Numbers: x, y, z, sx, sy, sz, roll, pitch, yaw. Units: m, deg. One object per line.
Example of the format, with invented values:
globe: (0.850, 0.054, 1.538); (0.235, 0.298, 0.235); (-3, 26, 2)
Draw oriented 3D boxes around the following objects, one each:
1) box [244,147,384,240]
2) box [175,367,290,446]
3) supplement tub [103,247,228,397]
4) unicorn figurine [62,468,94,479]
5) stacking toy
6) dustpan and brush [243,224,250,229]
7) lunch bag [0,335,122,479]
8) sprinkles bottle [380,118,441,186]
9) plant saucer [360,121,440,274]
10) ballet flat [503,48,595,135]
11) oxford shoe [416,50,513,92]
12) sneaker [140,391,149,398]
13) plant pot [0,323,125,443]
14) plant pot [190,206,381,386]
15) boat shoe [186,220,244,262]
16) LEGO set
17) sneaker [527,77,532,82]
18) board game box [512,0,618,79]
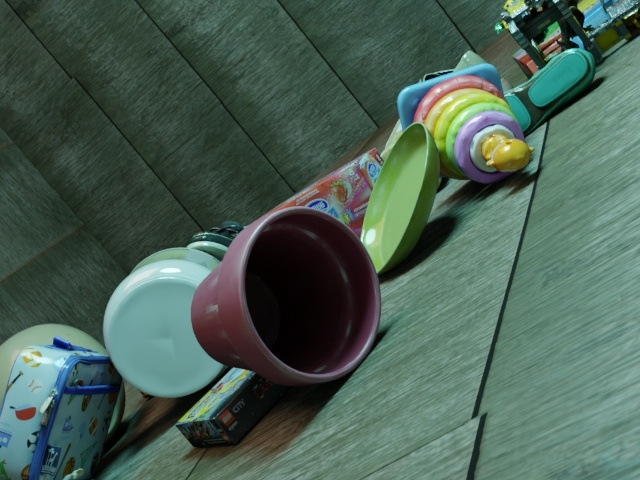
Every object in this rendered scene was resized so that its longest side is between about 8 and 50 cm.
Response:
box: (0.013, -0.040, 1.586); (0.256, 0.128, 0.122); (-30, 7, 29)
box: (-0.078, 0.181, 1.222); (0.233, 0.044, 0.159); (-43, 9, -28)
supplement tub: (-0.257, 0.142, 1.612); (0.235, 0.235, 0.325); (-39, 7, -1)
unicorn figurine: (-0.391, 0.404, 1.369); (0.111, 0.060, 0.162); (-39, 7, 1)
stacking toy: (0.239, -0.147, 1.324); (0.175, 0.166, 0.302); (-18, 20, -5)
dustpan and brush: (-0.156, 0.071, 2.114); (0.211, 0.147, 0.060); (-65, 19, 11)
lunch bag: (-0.426, 0.283, 1.485); (0.303, 0.114, 0.243); (62, -137, -80)
sprinkles bottle: (0.196, -0.192, 1.743); (0.121, 0.121, 0.355); (-36, 13, 27)
plant saucer: (0.121, -0.056, 1.342); (0.241, 0.037, 0.241); (-161, 90, -77)
ballet flat: (0.349, -0.223, 1.488); (0.247, 0.083, 0.087); (-35, -16, 29)
oxford shoe: (0.272, -0.315, 2.094); (0.140, 0.146, 0.397); (-45, 9, -37)
sneaker: (-0.326, 0.239, 1.949); (0.083, 0.087, 0.221); (-32, 10, 42)
plant pot: (-0.487, 0.313, 1.734); (0.191, 0.284, 0.284); (6, 42, 49)
plant pot: (-0.058, 0.077, 1.080); (0.180, 0.201, 0.201); (-20, 19, 51)
boat shoe: (-0.188, 0.018, 1.911); (0.127, 0.113, 0.340); (-6, -18, 21)
LEGO set: (0.436, -0.439, 1.561); (0.331, 0.192, 0.255); (-28, 42, 28)
sneaker: (0.353, -0.237, 1.625); (0.152, 0.054, 0.061); (-37, -4, -32)
board game box: (0.513, -0.412, 1.810); (0.242, 0.064, 0.316); (-38, 7, 14)
